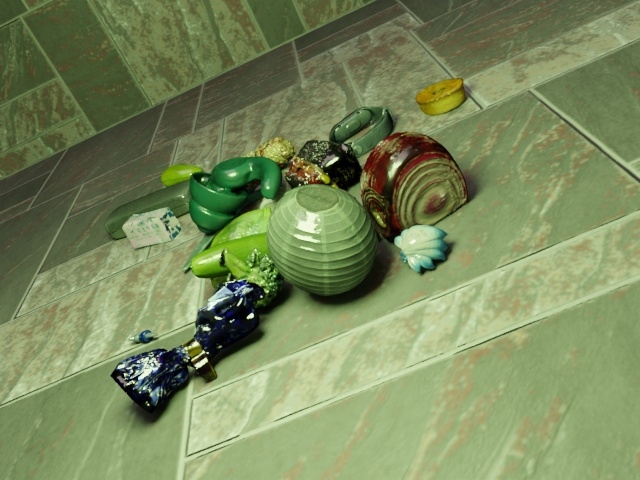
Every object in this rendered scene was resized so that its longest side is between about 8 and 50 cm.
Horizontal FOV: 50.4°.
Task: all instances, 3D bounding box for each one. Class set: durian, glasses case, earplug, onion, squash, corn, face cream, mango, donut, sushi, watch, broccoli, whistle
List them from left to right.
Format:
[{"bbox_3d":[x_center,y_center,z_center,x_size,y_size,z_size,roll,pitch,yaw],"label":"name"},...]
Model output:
[{"bbox_3d":[-0.416,0.226,1.599,0.083,0.029,0.033,-14,-2,32],"label":"whistle"},{"bbox_3d":[-0.545,-0.101,2.208,0.323,0.074,0.131,-20,30,15],"label":"glasses case"},{"bbox_3d":[-0.484,-0.231,2.370,0.165,0.074,0.091,-13,29,24],"label":"mango"},{"bbox_3d":[-0.235,-0.123,1.830,0.280,0.257,0.164,-60,-13,21],"label":"earplug"},{"bbox_3d":[-0.199,0.014,1.689,0.250,0.101,0.139,-44,33,-20],"label":"durian"},{"bbox_3d":[-0.160,0.078,1.491,0.155,0.160,0.167,-53,21,2],"label":"broccoli"},{"bbox_3d":[-0.163,0.029,1.592,0.292,0.082,0.082,-13,25,-14],"label":"squash"},{"bbox_3d":[-0.184,-0.211,1.930,0.289,0.098,0.098,-27,22,40],"label":"corn"},{"bbox_3d":[-0.096,-0.151,1.897,0.081,0.082,0.269,-13,30,24],"label":"face cream"},{"bbox_3d":[-0.006,-0.174,1.798,0.172,0.153,0.150,25,74,30],"label":"sushi"},{"bbox_3d":[0.122,-0.324,2.016,0.206,0.068,0.193,-33,32,-3],"label":"watch"},{"bbox_3d":[0.186,-0.143,1.521,0.216,0.207,0.206,-28,31,-14],"label":"onion"},{"bbox_3d":[0.352,-0.416,1.975,0.151,0.058,0.152,-21,28,12],"label":"donut"}]

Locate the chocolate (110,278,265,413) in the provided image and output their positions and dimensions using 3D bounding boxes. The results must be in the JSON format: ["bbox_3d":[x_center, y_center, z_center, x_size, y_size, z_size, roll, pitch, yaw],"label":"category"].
[{"bbox_3d":[-0.247,0.213,1.387,0.343,0.148,0.126,-37,-14,-14],"label":"chocolate"}]

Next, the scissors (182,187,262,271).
[{"bbox_3d":[-0.283,-0.056,1.953,0.192,0.029,0.447,-9,33,32],"label":"scissors"}]

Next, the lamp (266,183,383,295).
[{"bbox_3d":[0.000,0.000,1.419,0.233,0.233,0.265,-39,52,-21],"label":"lamp"}]

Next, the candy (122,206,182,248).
[{"bbox_3d":[-0.513,-0.040,2.061,0.160,0.092,0.073,-11,30,25],"label":"candy"}]

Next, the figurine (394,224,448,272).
[{"bbox_3d":[0.213,0.008,1.381,0.114,0.079,0.114,-7,43,7],"label":"figurine"}]
